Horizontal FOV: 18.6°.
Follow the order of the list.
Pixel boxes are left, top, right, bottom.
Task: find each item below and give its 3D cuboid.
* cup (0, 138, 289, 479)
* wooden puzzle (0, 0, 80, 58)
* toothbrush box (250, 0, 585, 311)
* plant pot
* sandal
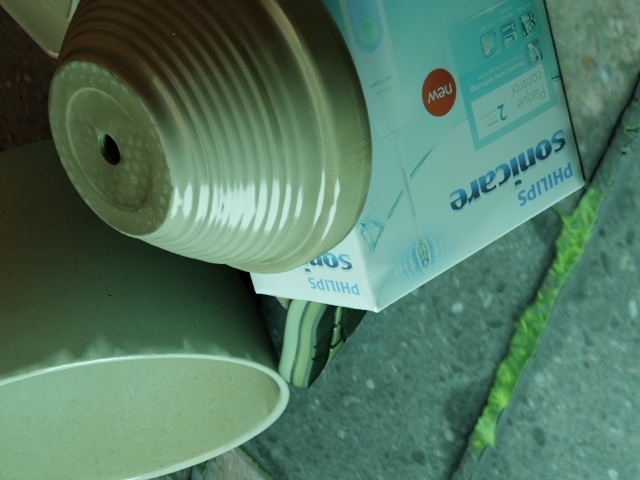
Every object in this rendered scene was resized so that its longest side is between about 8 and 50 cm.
[{"bbox_3d":[-0.210,0.054,1.658,0.331,0.331,0.237,-46,50,52],"label":"cup"},{"bbox_3d":[-0.244,-0.305,1.649,0.221,0.044,0.238,46,137,20],"label":"wooden puzzle"},{"bbox_3d":[0.034,-0.132,1.285,0.126,0.216,0.295,8,119,48],"label":"toothbrush box"},{"bbox_3d":[-0.089,-0.075,1.196,0.237,0.110,0.237,31,136,36],"label":"plant pot"},{"bbox_3d":[-0.001,0.002,1.488,0.086,0.120,0.302,36,139,16],"label":"sandal"}]
